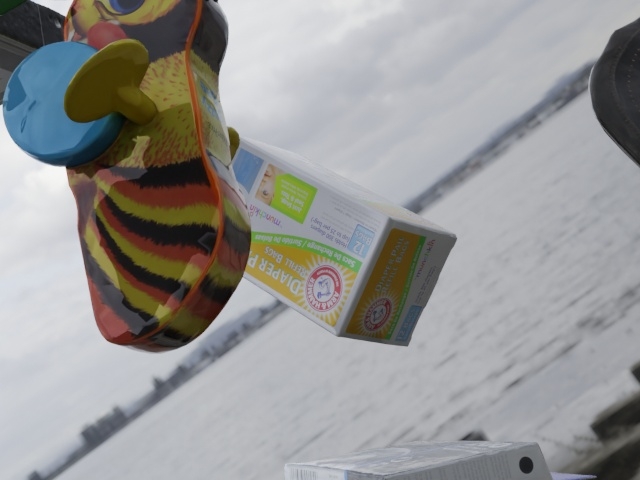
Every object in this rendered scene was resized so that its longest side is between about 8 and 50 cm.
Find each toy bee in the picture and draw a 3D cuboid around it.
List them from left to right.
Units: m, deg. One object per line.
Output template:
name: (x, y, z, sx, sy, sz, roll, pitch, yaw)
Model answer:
toy bee: (-0.100, -0.097, 0.699, 0.162, 0.298, 0.195, -27, 4, 9)

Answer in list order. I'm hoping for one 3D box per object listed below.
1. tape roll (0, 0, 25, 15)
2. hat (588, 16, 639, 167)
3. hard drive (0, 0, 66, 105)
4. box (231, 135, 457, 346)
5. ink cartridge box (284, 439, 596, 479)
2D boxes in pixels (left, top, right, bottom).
tape roll: (-0.191, -0.182, 0.370, 0.321, 0.077, 0.321, -15, -31, -9)
hat: (0.305, -0.041, 0.599, 0.331, 0.134, 0.331, -11, 39, 9)
hard drive: (-0.423, -0.191, 1.175, 0.237, 0.064, 0.339, -18, -16, 23)
box: (0.000, 0.000, 1.089, 0.103, 0.203, 0.114, 13, -78, -50)
ink cartridge box: (0.103, 0.207, 1.106, 0.208, 0.045, 0.206, -4, -5, -26)
